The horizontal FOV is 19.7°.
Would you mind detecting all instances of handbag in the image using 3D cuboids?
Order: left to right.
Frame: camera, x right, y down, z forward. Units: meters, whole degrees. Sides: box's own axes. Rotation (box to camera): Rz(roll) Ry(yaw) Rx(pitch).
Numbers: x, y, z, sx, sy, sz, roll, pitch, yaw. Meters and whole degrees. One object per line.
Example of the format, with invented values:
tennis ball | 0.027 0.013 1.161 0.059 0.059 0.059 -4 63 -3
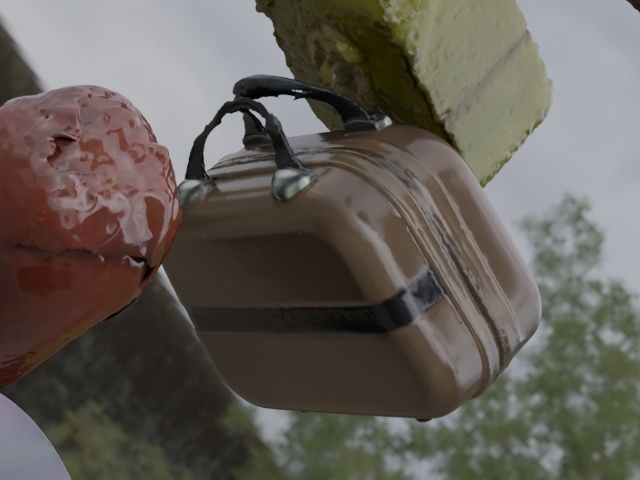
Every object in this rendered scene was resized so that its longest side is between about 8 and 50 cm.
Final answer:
handbag | 0.000 0.000 1.439 0.302 0.149 0.283 -1 -60 54

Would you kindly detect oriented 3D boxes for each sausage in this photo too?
sausage | -0.200 0.005 1.176 0.279 0.152 0.152 -32 -77 40

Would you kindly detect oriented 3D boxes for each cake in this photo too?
cake | 0.062 -0.158 1.473 0.179 0.156 0.260 17 -32 42

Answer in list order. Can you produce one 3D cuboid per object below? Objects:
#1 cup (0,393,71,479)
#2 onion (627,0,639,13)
cup | -0.371 0.268 1.384 0.253 0.371 0.253 11 -71 35
onion | 0.090 -0.122 0.411 0.159 0.159 0.195 41 -34 21
